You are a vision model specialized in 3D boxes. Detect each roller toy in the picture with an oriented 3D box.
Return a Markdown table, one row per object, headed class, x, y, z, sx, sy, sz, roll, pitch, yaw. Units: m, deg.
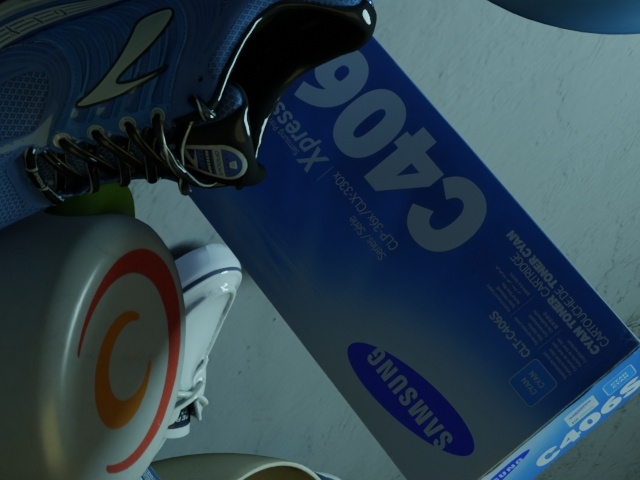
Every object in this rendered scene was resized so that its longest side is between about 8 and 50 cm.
| class | x | y | z | sx | sy | sz | roll | pitch | yaw |
| --- | --- | --- | --- | --- | --- | --- | --- | --- | --- |
| roller toy | -0.188 | 0.072 | 1.213 | 0.209 | 0.146 | 0.191 | -58 | 148 | -48 |

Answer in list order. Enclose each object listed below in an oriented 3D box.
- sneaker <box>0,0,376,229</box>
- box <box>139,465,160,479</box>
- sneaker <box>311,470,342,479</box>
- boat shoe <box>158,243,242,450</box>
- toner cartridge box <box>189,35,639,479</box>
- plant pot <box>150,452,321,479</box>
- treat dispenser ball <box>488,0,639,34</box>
| class | x | y | z | sx | sy | sz | roll | pitch | yaw |
| --- | --- | --- | --- | --- | --- | --- | --- | --- | --- |
| sneaker | -0.110 | -0.082 | 1.118 | 0.330 | 0.147 | 0.130 | -35 | 156 | -6 |
| box | -0.214 | 0.231 | 1.503 | 0.044 | 0.159 | 0.233 | -13 | 145 | -48 |
| sneaker | -0.096 | 0.346 | 1.914 | 0.323 | 0.130 | 0.236 | -41 | 165 | 22 |
| boat shoe | -0.133 | 0.118 | 1.507 | 0.096 | 0.088 | 0.267 | 0 | 136 | -54 |
| toner cartridge box | 0.044 | 0.002 | 1.235 | 0.165 | 0.348 | 0.075 | -41 | 155 | 4 |
| plant pot | -0.138 | 0.306 | 1.659 | 0.284 | 0.191 | 0.284 | -27 | 124 | -50 |
| treat dispenser ball | 0.162 | -0.255 | 1.024 | 0.288 | 0.288 | 0.288 | -31 | 155 | -17 |
